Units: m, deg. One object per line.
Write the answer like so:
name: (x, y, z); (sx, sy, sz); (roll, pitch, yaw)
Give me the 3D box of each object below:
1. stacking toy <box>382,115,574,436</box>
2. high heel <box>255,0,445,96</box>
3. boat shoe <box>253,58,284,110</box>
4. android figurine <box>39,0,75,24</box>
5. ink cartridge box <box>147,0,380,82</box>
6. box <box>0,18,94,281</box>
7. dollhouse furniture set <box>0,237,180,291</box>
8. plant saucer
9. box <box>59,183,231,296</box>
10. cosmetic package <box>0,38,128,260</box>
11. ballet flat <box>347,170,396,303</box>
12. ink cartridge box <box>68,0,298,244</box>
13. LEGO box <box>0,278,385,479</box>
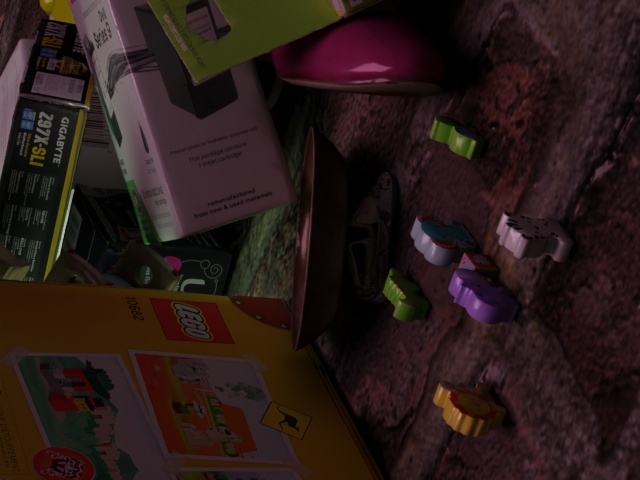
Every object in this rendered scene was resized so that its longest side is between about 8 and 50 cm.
stacking toy: (0.106, 0.021, 1.394); (0.221, 0.052, 0.167); (-122, 44, -53)
high heel: (0.014, -0.227, 1.549); (0.377, 0.127, 0.181); (-150, 65, -63)
boat shoe: (-0.085, -0.275, 1.810); (0.114, 0.091, 0.302); (146, 125, -59)
android figurine: (-0.309, -0.288, 2.335); (0.248, 0.056, 0.273); (58, 134, 52)
ink cartridge box: (-0.025, -0.255, 1.486); (0.189, 0.255, 0.097); (58, 173, 52)
box: (-0.304, -0.046, 1.921); (0.257, 0.079, 0.322); (-102, 26, -66)
dollhouse furniture set: (-0.261, 0.032, 1.764); (0.184, 0.129, 0.129); (40, 111, 18)
plant saucer: (0.000, 0.000, 1.585); (0.198, 0.036, 0.198); (-176, 90, -86)
box: (-0.205, 0.086, 1.936); (0.163, 0.142, 0.247); (-129, 50, -58)
cosmetic package: (-0.356, -0.058, 2.274); (0.385, 0.156, 0.217); (132, 137, -54)
ballet flat: (0.042, -0.004, 1.548); (0.041, 0.041, 0.114); (174, 101, -64)
ink cartridge box: (-0.141, -0.152, 1.728); (0.211, 0.121, 0.289); (171, 81, -75)
LEGO box: (-0.143, 0.248, 1.501); (0.500, 0.372, 0.193); (-120, 42, -52)
